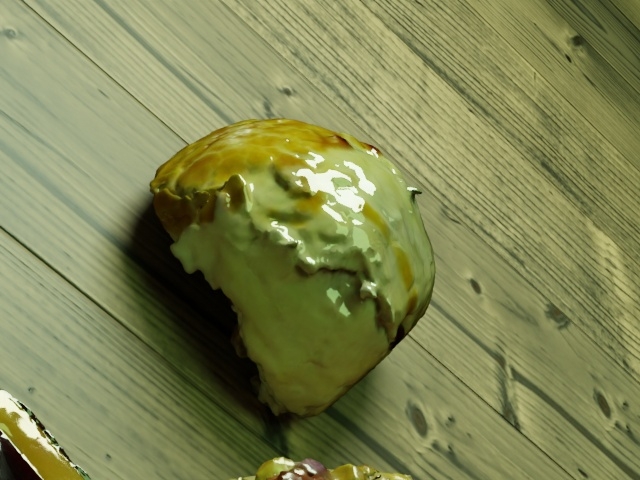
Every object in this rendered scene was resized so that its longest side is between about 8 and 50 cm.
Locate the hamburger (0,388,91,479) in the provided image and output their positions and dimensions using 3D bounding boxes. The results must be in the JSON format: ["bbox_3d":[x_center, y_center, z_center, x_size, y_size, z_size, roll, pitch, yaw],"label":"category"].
[{"bbox_3d":[-0.192,0.168,0.765,0.210,0.116,0.173,47,21,2],"label":"hamburger"}]

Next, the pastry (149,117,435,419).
[{"bbox_3d":[-0.001,-0.007,1.161,0.236,0.170,0.256,55,24,1],"label":"pastry"}]

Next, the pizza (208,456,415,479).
[{"bbox_3d":[0.027,0.215,0.897,0.278,0.114,0.409,18,9,20],"label":"pizza"}]
